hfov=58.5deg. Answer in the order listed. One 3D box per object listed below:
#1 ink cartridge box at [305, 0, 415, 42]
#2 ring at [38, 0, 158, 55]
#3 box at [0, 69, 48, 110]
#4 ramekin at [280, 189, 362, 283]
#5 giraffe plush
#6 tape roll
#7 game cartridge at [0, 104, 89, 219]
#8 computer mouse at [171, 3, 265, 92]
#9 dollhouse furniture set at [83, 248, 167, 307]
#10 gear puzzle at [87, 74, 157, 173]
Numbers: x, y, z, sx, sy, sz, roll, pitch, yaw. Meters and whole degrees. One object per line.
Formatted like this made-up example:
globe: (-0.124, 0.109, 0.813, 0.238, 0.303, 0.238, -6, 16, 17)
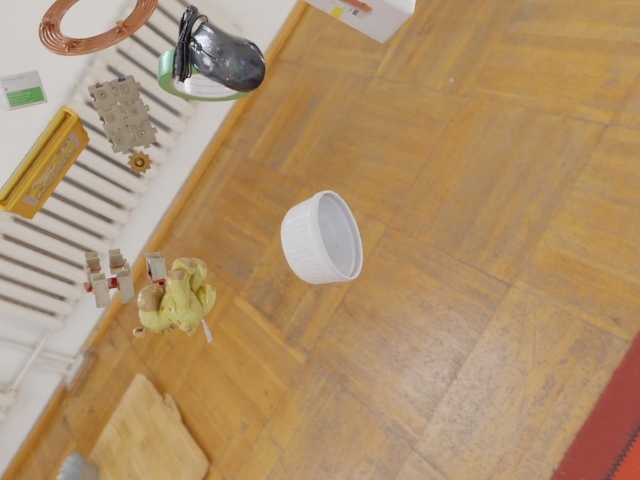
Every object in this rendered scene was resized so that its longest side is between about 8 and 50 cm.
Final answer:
ink cartridge box: (0.076, -0.756, 1.522, 0.160, 0.384, 0.280, -23, 50, 62)
ring: (-0.585, -0.606, 1.493, 0.336, 0.032, 0.337, -7, 56, 10)
box: (-0.785, -0.392, 1.491, 0.101, 0.101, 0.087, 16, 123, 49)
ramekin: (0.000, 0.000, 1.285, 0.108, 0.207, 0.207, -17, 55, 26)
giraffe plush: (-0.364, 0.156, 1.383, 0.170, 0.181, 0.211, -11, 86, 16)
tape roll: (-0.386, -0.557, 1.935, 0.321, 0.321, 0.077, -4, 84, 43)
game cartridge: (-0.701, -0.187, 1.469, 0.286, 0.052, 0.323, -59, 12, -10)
computer mouse: (-0.251, -0.426, 1.332, 0.272, 0.072, 0.189, 27, 114, 23)
dollhouse furniture set: (-0.638, 0.131, 1.875, 0.262, 0.258, 0.135, 34, 128, 57)
gear puzzle: (-0.665, -0.397, 1.997, 0.175, 0.339, 0.044, -17, 23, -4)
